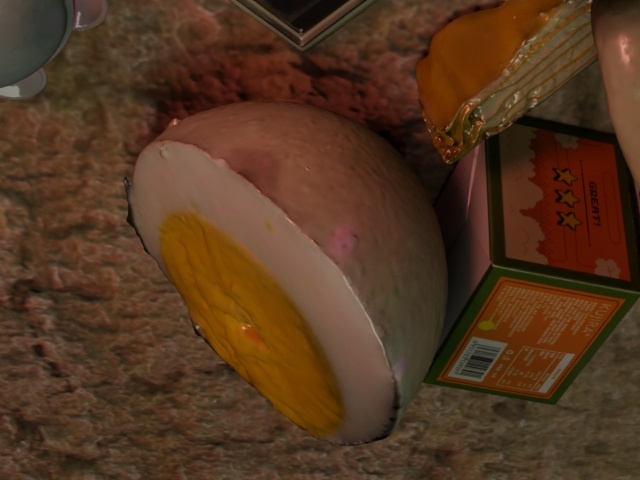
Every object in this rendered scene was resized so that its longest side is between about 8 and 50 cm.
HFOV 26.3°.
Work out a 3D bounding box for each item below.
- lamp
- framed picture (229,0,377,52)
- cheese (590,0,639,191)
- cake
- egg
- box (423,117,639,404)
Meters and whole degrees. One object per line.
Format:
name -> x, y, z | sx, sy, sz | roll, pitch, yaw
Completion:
lamp -> -0.299, -0.194, 1.052 | 0.246, 0.108, 0.179 | 27, 132, -27
framed picture -> 0.006, -0.266, 1.013 | 0.232, 0.019, 0.296 | 31, 134, -32
cheese -> 0.303, -0.033, 1.032 | 0.129, 0.351, 0.328 | -21, 134, 18
cake -> 0.156, -0.137, 1.099 | 0.185, 0.116, 0.080 | -7, 143, 19
egg -> 0.000, 0.000, 1.198 | 0.337, 0.201, 0.337 | 36, 151, 24
box -> 0.186, 0.020, 1.241 | 0.148, 0.177, 0.195 | 11, 141, -9
